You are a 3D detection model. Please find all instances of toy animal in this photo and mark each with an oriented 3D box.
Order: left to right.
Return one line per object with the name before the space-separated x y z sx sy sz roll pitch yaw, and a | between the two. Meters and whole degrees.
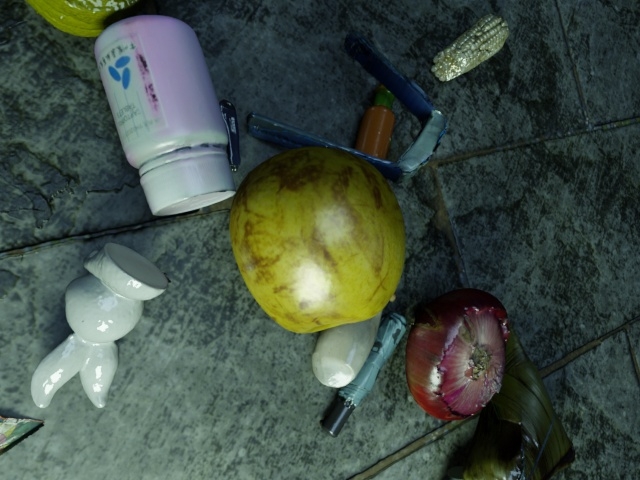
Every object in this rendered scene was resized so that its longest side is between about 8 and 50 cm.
toy animal | -0.313 0.114 0.607 0.221 0.130 0.103 -55 143 6

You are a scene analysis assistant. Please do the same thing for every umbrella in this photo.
umbrella | 0.084 0.237 0.786 0.052 0.053 0.250 43 68 -16

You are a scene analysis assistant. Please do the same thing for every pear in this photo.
pear | 0.000 0.000 0.656 0.280 0.280 0.281 3 82 -25

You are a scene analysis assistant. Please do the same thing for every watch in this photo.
watch | 0.060 -0.202 0.765 0.274 0.068 0.276 44 76 3

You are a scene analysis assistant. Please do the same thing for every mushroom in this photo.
mushroom | 0.058 0.154 0.760 0.088 0.097 0.213 38 69 -5

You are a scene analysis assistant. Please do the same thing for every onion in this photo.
onion | 0.252 0.206 0.812 0.247 0.161 0.248 -1 93 -20

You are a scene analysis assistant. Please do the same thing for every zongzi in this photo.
zongzi | 0.359 0.325 0.847 0.286 0.138 0.300 3 74 -44

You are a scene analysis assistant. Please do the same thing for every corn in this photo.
corn | 0.339 -0.431 0.969 0.211 0.087 0.087 -41 101 -25

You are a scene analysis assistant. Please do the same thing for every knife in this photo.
knife | -0.155 -0.179 0.743 0.031 0.018 0.121 -7 87 -33

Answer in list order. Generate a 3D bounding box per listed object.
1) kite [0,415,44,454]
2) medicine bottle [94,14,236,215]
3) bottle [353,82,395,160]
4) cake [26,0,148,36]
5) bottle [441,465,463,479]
kite | -0.529 0.257 0.519 0.321 0.016 0.234 20 77 -21
medicine bottle | -0.221 -0.174 0.640 0.151 0.152 0.255 -16 91 -26
bottle | 0.112 -0.228 0.847 0.069 0.069 0.187 20 77 -22
cake | -0.315 -0.426 0.624 0.179 0.156 0.261 46 72 -31
bottle | 0.275 0.570 0.824 0.095 0.079 0.254 -4 87 -13
